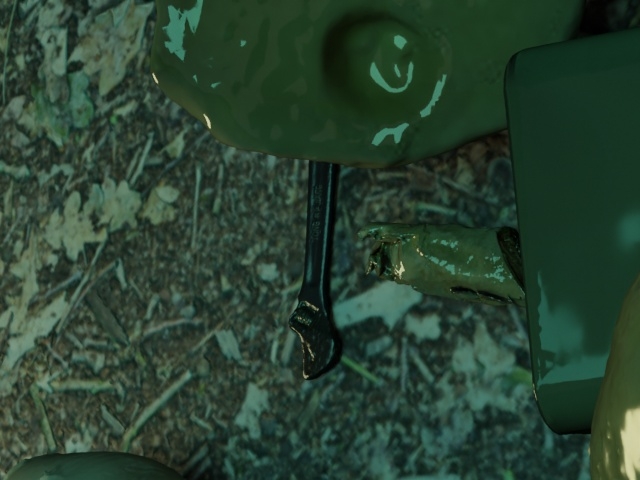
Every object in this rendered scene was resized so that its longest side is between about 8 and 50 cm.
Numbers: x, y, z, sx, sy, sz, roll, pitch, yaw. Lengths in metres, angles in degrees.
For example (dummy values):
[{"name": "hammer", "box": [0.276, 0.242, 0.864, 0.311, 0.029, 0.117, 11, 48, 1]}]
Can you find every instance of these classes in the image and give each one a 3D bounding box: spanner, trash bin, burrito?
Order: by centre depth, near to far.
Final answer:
[{"name": "trash bin", "box": [0.287, -0.021, 0.771, 0.343, 0.158, 0.223, -11, 77, 35]}, {"name": "burrito", "box": [0.092, 0.014, 0.988, 0.149, 0.041, 0.055, 10, 103, 34]}, {"name": "spanner", "box": [0.000, 0.000, 1.078, 0.046, 0.012, 0.209, 0, 83, 37]}]

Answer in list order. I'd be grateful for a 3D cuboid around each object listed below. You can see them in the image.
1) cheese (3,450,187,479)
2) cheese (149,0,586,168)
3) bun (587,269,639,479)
[{"name": "cheese", "box": [-0.161, 0.247, 1.080, 0.189, 0.154, 0.198, -17, 73, 29]}, {"name": "cheese", "box": [0.025, -0.195, 0.932, 0.326, 0.115, 0.318, -31, 99, 13]}, {"name": "bun", "box": [0.264, 0.095, 0.578, 0.326, 0.234, 0.362, 1, 98, 31]}]
